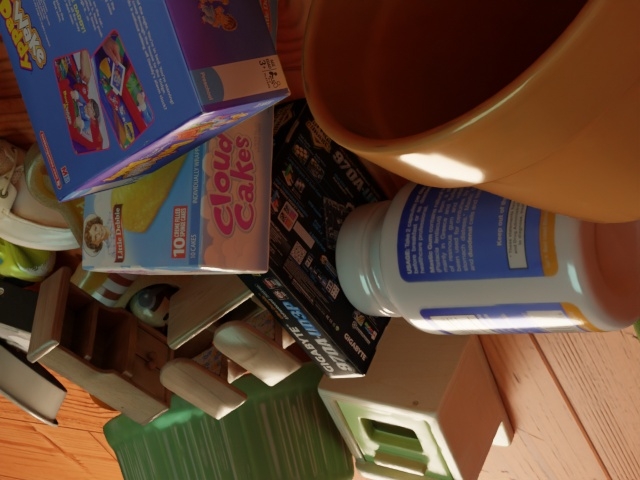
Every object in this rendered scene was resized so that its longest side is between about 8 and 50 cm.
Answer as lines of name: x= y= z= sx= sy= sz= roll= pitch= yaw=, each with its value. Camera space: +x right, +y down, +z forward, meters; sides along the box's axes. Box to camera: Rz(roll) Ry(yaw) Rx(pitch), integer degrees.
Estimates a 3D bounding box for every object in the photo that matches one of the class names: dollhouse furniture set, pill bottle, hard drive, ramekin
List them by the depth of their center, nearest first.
pill bottle: x=0.150 y=0.009 z=1.087 sx=0.272 sy=0.152 sz=0.152 roll=-4 pitch=135 yaw=42
dollhouse furniture set: x=-0.157 y=0.064 z=1.236 sx=0.242 sy=0.212 sz=0.161 roll=-35 pitch=125 yaw=25
ramekin: x=-0.103 y=0.261 z=1.481 sx=0.303 sy=0.148 sz=0.303 roll=-15 pitch=168 yaw=-3
hard drive: x=-0.306 y=0.145 z=1.641 sx=0.338 sy=0.064 sz=0.237 roll=16 pitch=164 yaw=16

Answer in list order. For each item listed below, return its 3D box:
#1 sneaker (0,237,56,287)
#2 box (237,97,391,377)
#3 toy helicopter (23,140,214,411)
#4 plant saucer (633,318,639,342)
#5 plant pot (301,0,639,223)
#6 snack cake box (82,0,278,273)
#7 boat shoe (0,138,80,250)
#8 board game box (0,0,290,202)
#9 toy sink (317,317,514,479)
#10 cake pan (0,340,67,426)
sneaker: x=-0.474 y=0.000 z=1.612 sx=0.240 sy=0.091 sz=0.126 roll=31 pitch=149 yaw=-5
box: x=0.000 y=0.000 z=1.167 sx=0.051 sy=0.175 sz=0.220 roll=-9 pitch=133 yaw=41
toy helicopter: x=-0.213 y=0.015 z=1.360 sx=0.234 sy=0.140 sz=0.355 roll=-25 pitch=131 yaw=-1
plant saucer: x=0.407 y=0.143 z=1.177 sx=0.188 sy=0.045 sz=0.188 roll=3 pitch=140 yaw=36
plant pot: x=0.157 y=-0.142 z=0.782 sx=0.203 sy=0.291 sz=0.290 roll=30 pitch=152 yaw=-34
snack cake box: x=-0.123 y=-0.103 z=1.041 sx=0.152 sy=0.265 sz=0.089 roll=-2 pitch=175 yaw=38
boat shoe: x=-0.385 y=-0.074 z=1.433 sx=0.277 sy=0.098 sz=0.096 roll=21 pitch=148 yaw=14
board game box: x=-0.171 y=-0.228 z=0.896 sx=0.233 sy=0.078 sz=0.347 roll=-20 pitch=88 yaw=51
toy sink: x=0.117 y=0.210 z=1.413 sx=0.152 sy=0.131 sz=0.234 roll=9 pitch=143 yaw=30
cake pan: x=-0.493 y=0.169 z=1.806 sx=0.293 sy=0.054 sz=0.293 roll=38 pitch=171 yaw=8
